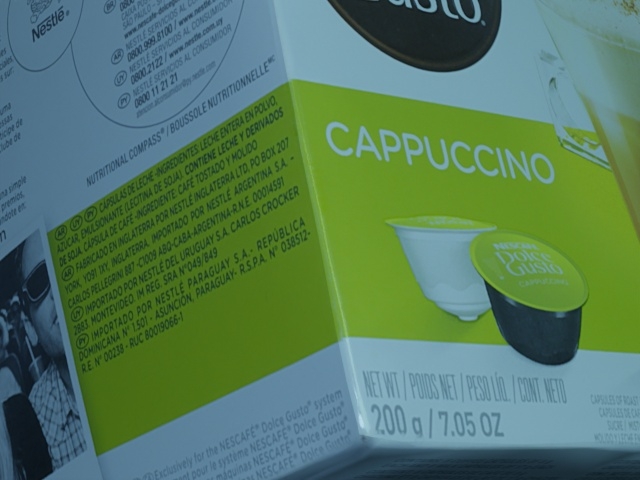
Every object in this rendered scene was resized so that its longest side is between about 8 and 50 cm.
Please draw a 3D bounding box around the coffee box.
[{"bbox_3d":[0.000,0.000,0.962,0.337,0.338,0.334,7,64,-42],"label":"coffee box"}]
